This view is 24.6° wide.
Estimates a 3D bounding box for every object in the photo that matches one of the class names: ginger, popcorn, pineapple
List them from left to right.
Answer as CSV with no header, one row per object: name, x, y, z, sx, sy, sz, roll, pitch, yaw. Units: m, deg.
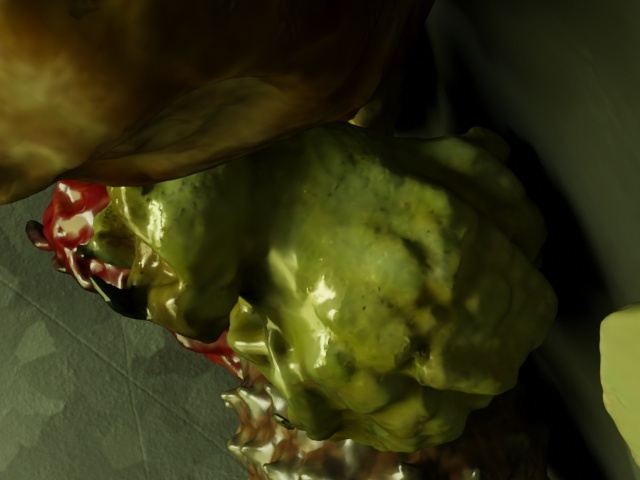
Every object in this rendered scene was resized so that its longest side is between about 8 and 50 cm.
ginger,-0.092,-0.144,0.465,0.357,0.152,0.274,25,-135,-32
popcorn,0.000,-0.001,0.628,0.195,0.174,0.168,28,-175,-8
pineapple,0.015,0.063,0.839,0.361,0.175,0.175,-113,2,-50

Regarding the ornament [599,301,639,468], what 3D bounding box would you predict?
ornament,0.154,0.079,0.349,0.180,0.059,0.201,60,170,-2

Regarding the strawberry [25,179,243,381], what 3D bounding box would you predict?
strawberry,-0.067,-0.001,1.055,0.253,0.150,0.280,24,-172,-24

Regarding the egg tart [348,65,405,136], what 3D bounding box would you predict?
egg tart,-0.076,-0.162,0.741,0.319,0.128,0.319,60,173,12
